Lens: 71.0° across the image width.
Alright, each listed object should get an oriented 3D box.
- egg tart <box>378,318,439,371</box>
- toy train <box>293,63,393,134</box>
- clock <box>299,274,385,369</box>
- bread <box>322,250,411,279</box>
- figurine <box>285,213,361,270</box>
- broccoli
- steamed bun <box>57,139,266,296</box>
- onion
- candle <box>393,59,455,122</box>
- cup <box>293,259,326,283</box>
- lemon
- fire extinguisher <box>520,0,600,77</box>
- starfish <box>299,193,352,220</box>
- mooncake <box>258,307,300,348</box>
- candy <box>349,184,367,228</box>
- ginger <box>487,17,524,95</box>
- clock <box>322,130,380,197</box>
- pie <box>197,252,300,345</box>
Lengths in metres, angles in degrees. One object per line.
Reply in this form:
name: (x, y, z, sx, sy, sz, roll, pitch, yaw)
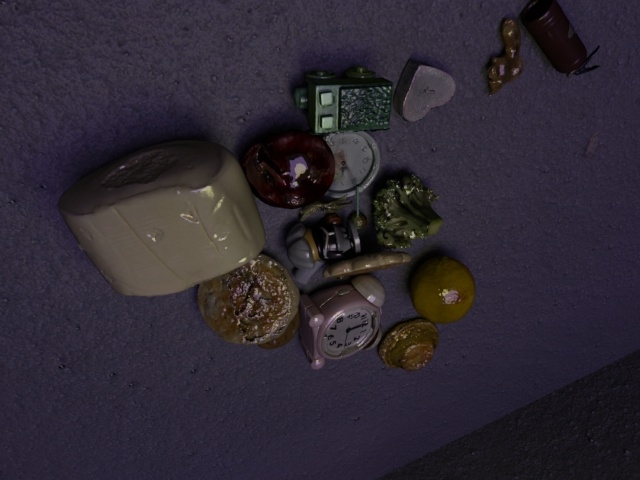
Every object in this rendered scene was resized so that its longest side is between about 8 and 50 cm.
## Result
egg tart: (0.401, 0.473, 1.958, 0.294, 0.123, 0.294, -11, 125, -17)
toy train: (0.068, -0.383, 1.228, 0.272, 0.188, 0.159, -7, 122, -15)
clock: (0.088, 0.302, 1.693, 0.326, 0.184, 0.342, -14, 132, -17)
bread: (0.153, 0.084, 1.539, 0.316, 0.316, 0.054, -8, 81, -17)
figurine: (0.000, 0.000, 1.471, 0.236, 0.176, 0.133, -14, 144, -4)
broccoli: (0.286, -0.090, 1.466, 0.263, 0.243, 0.247, -40, 129, -7)
steamed bun: (-0.392, -0.065, 1.192, 0.456, 0.290, 0.371, -12, 132, 3)
onion: (-0.091, -0.177, 1.269, 0.272, 0.195, 0.272, -1, 137, -1)
candle: (0.305, -0.459, 1.347, 0.192, 0.068, 0.168, -31, 131, -2)
cup: (-0.031, 0.091, 1.581, 0.104, 0.074, 0.116, 2, 129, -56)
lemon: (0.468, 0.192, 1.725, 0.267, 0.267, 0.267, -10, 124, -15)
fire extinguisher: (0.768, -0.621, 1.399, 0.344, 0.102, 0.138, 28, 116, -33)
starfish: (0.014, -0.110, 1.427, 0.223, 0.217, 0.050, -16, 91, -46)
mooncake: (-0.176, 0.279, 1.612, 0.235, 0.117, 0.235, -8, 123, -13)
candy: (0.125, -0.111, 1.484, 0.061, 0.061, 0.202, -19, 143, -9)
ginger: (0.570, -0.566, 1.387, 0.133, 0.059, 0.214, -27, 129, -9)
clock: (0.070, -0.245, 1.400, 0.236, 0.053, 0.236, -9, 127, -12)
pie: (-0.238, 0.191, 1.479, 0.339, 0.077, 0.339, 0, 95, -3)
